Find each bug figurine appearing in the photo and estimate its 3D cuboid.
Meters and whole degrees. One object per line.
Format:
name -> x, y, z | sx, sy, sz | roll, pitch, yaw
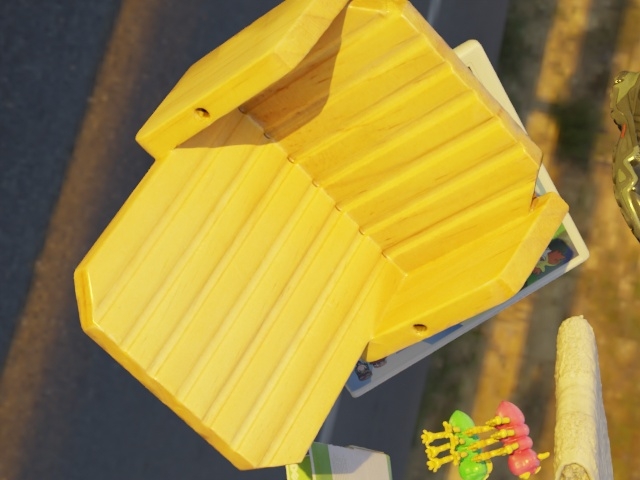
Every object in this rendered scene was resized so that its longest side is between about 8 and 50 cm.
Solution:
bug figurine -> 0.214, 0.298, 1.681 | 0.279, 0.072, 0.216 | -32, -106, 66

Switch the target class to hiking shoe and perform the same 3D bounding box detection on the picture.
hiking shoe -> 0.389, -0.096, 1.604 | 0.086, 0.114, 0.227 | 28, 56, -57

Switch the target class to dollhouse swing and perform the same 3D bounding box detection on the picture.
dollhouse swing -> 0.000, 0.000, 1.360 | 0.347, 0.315, 0.305 | 46, 40, -20

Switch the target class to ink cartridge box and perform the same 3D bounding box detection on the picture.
ink cartridge box -> 0.009, 0.343, 1.711 | 0.255, 0.097, 0.188 | 28, 51, -63

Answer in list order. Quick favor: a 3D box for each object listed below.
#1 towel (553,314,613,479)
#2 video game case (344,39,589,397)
towel -> 0.266, 0.230, 1.455 | 0.282, 0.049, 0.187 | 73, 18, -44
video game case -> 0.105, -0.021, 1.649 | 0.300, 0.329, 0.036 | 59, -1, -19
